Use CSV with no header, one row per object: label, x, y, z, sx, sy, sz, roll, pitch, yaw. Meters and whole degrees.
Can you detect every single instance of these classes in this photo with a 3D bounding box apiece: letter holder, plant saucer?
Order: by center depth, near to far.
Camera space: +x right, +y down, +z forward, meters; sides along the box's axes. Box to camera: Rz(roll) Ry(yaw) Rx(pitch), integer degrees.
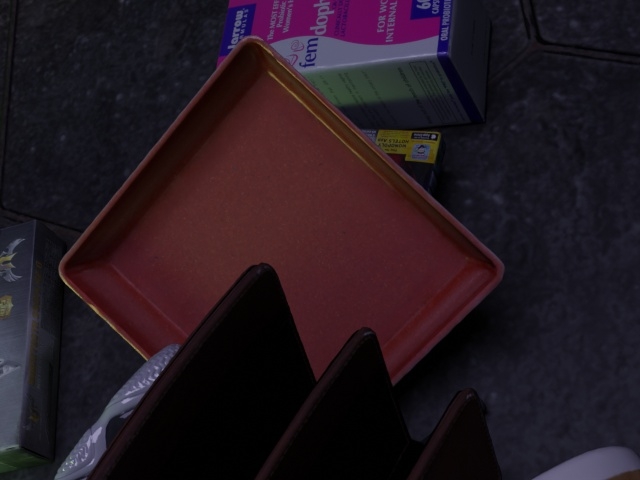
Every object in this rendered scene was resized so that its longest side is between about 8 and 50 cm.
letter holder,-0.029,0.189,0.648,0.152,0.214,0.302,13,52,29
plant saucer,-0.034,0.018,0.838,0.258,0.048,0.259,43,111,1

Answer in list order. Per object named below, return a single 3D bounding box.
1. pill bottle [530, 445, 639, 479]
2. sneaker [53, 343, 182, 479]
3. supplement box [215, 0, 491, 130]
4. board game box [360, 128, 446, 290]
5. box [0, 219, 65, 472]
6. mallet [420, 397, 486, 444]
pill bottle,0.198,0.254,0.655,0.131,0.131,0.229,-33,60,5
sneaker,-0.139,0.222,0.817,0.153,0.101,0.268,37,93,-1
supplement box,0.030,-0.168,0.968,0.220,0.114,0.111,-5,63,24
board game box,0.000,0.000,0.924,0.194,0.060,0.194,6,68,26
box,-0.337,0.110,1.020,0.183,0.056,0.231,-14,60,18
mallet,0.051,0.188,0.823,0.190,0.062,0.039,-34,56,-13
